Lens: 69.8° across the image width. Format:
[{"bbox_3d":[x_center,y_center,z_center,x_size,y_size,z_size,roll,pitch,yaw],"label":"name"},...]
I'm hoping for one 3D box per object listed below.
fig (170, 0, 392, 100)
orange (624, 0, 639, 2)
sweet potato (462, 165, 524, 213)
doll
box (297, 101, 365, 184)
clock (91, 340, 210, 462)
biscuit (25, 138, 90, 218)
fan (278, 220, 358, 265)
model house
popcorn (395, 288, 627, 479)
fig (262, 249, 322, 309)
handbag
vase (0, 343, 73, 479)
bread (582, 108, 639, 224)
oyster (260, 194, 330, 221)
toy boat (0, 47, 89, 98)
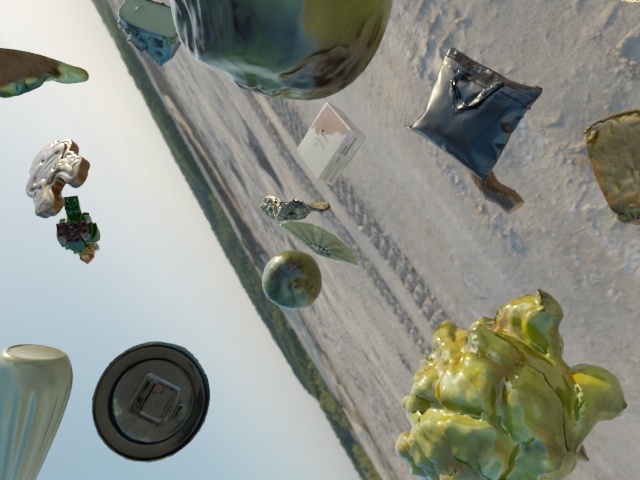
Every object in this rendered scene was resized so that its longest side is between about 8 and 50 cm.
[{"bbox_3d":[-0.033,-0.292,0.495,0.239,0.271,0.239,18,178,1],"label":"fig"},{"bbox_3d":[0.526,-0.557,0.707,0.310,0.274,0.274,45,172,-2],"label":"orange"},{"bbox_3d":[0.381,-0.179,1.119,0.281,0.067,0.059,60,-177,25],"label":"sweet potato"},{"bbox_3d":[-0.690,-0.018,1.315,0.186,0.106,0.134,103,151,-55],"label":"doll"},{"bbox_3d":[0.021,-0.212,1.008,0.051,0.130,0.129,15,-149,-39],"label":"box"},{"bbox_3d":[-0.413,0.392,1.133,0.280,0.280,0.055,60,143,2],"label":"clock"},{"bbox_3d":[-0.678,-0.173,1.161,0.295,0.186,0.044,33,172,42],"label":"biscuit"},{"bbox_3d":[0.000,0.000,1.236,0.240,0.009,0.131,26,-150,-7],"label":"fan"},{"bbox_3d":[-0.415,-0.496,1.138,0.148,0.148,0.119,116,163,-57],"label":"model house"},{"bbox_3d":[0.259,0.261,0.712,0.274,0.279,0.335,38,134,40],"label":"popcorn"},{"bbox_3d":[-0.099,0.128,1.579,0.203,0.203,0.225,62,171,-11],"label":"fig"},{"bbox_3d":[0.323,-0.282,1.003,0.254,0.089,0.211,48,123,36],"label":"handbag"},{"bbox_3d":[-0.489,0.301,0.746,0.128,0.128,0.248,-174,96,-79],"label":"vase"},{"bbox_3d":[0.475,-0.112,0.643,0.143,0.149,0.158,-20,76,40],"label":"bread"},{"bbox_3d":[-0.063,-0.070,0.988,0.105,0.177,0.056,-21,-67,-59],"label":"oyster"},{"bbox_3d":[-0.328,-0.076,0.347,0.108,0.293,0.099,40,169,42],"label":"toy boat"}]
